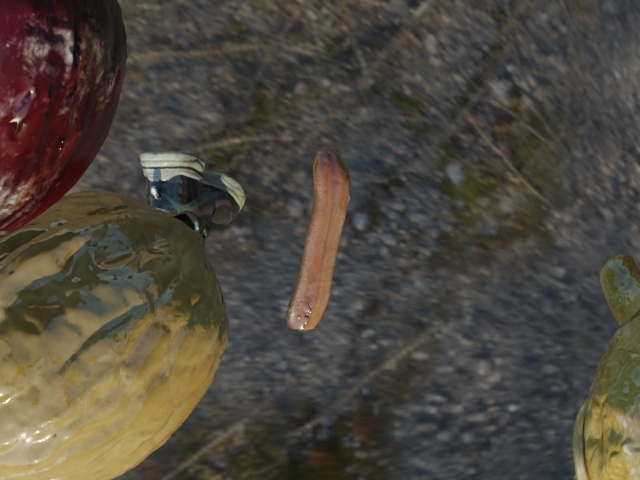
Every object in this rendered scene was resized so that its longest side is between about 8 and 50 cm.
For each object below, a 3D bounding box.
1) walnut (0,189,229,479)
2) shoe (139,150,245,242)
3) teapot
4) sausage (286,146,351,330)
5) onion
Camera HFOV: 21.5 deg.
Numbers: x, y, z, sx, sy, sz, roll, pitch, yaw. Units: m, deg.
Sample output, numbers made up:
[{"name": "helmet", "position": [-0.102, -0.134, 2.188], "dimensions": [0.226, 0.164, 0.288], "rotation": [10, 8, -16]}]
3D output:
[{"name": "walnut", "position": [-0.192, 0.077, 1.294], "dimensions": [0.261, 0.225, 0.225], "rotation": [-37, 74, -12]}, {"name": "shoe", "position": [-0.135, -0.028, 1.717], "dimensions": [0.071, 0.169, 0.099], "rotation": [-1, 74, 23]}, {"name": "teapot", "position": [0.232, 0.150, 1.055], "dimensions": [0.167, 0.203, 0.311], "rotation": [-24, 64, 36]}, {"name": "sausage", "position": [0.000, 0.000, 1.683], "dimensions": [0.043, 0.043, 0.186], "rotation": [13, 97, 18]}, {"name": "onion", "position": [-0.308, -0.118, 1.098], "dimensions": [0.337, 0.260, 0.281], "rotation": [5, 93, 11]}]
